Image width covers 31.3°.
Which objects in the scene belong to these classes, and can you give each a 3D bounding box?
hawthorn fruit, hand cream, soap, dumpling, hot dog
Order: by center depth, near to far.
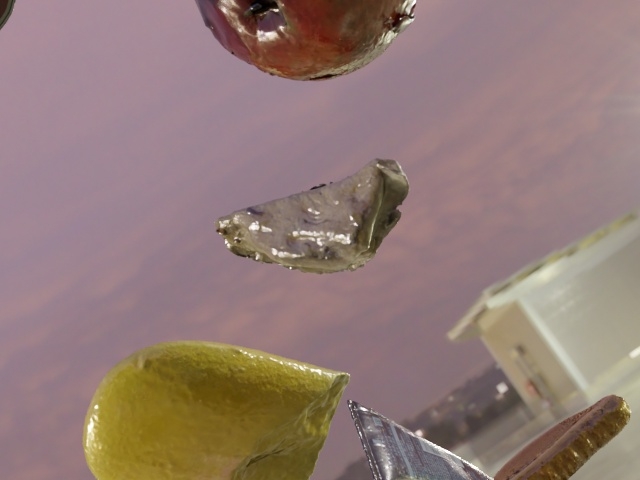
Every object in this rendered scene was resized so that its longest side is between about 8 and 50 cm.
[{"bbox_3d":[0.130,0.274,1.331,0.061,0.120,0.270,-38,-47,18],"label":"hand cream"},{"bbox_3d":[-0.025,-0.352,1.489,0.316,0.316,0.316,-33,-12,-8],"label":"hawthorn fruit"},{"bbox_3d":[0.317,0.312,1.582,0.289,0.068,0.083,-33,8,-16],"label":"hot dog"},{"bbox_3d":[-0.003,-0.001,1.665,0.332,0.166,0.086,-18,22,33],"label":"dumpling"},{"bbox_3d":[-0.165,0.303,1.837,0.427,0.115,0.306,10,-63,-24],"label":"soap"}]

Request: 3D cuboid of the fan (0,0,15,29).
[{"bbox_3d":[-0.410,-0.360,1.405,0.220,0.132,0.009,-61,30,1],"label":"fan"}]
